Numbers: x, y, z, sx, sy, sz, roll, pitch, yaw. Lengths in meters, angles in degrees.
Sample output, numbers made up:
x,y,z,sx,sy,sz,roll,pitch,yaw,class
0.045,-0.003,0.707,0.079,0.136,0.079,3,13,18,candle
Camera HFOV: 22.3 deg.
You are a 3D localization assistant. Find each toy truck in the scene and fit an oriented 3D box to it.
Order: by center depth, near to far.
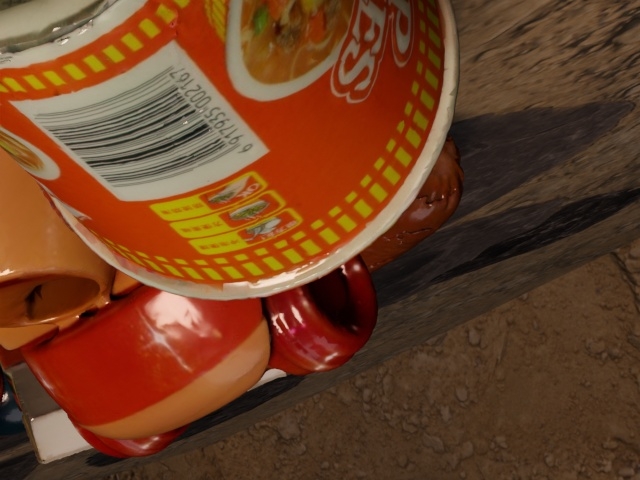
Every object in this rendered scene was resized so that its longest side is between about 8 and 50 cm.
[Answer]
x,y,z,sx,sy,sz,roll,pitch,yaw,class
-0.095,-0.032,0.831,0.189,0.239,0.265,-28,-151,33,toy truck

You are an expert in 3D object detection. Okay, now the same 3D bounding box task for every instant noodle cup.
x,y,z,sx,sy,sz,roll,pitch,yaw,class
-0.066,-0.090,0.562,0.193,0.193,0.212,-23,161,11,instant noodle cup

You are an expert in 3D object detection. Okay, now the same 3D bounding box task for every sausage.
x,y,z,sx,sy,sz,roll,pitch,yaw,class
0.000,0.000,1.369,0.102,0.102,0.330,-13,167,-41,sausage

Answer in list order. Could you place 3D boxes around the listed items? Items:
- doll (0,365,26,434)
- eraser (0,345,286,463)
x,y,z,sx,sy,sz,roll,pitch,yaw,class
-0.305,0.135,1.490,0.114,0.085,0.152,-11,167,36,doll
-0.132,0.038,1.025,0.157,0.038,0.230,-19,-146,-13,eraser
